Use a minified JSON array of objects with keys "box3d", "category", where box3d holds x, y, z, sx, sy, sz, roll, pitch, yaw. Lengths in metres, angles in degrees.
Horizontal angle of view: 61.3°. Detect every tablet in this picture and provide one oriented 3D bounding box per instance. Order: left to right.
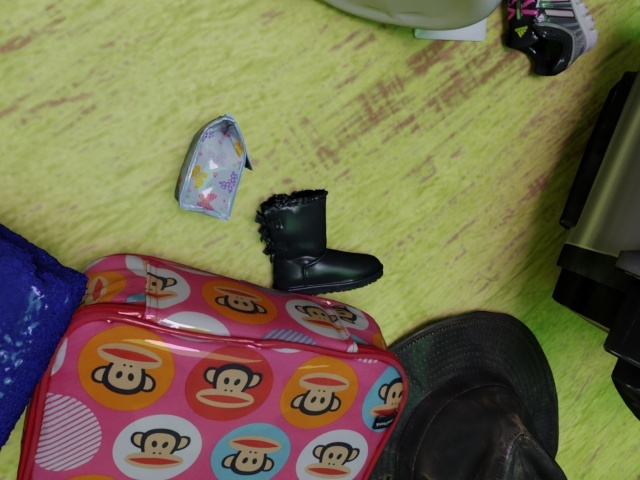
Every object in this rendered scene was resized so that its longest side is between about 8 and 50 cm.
[{"box3d":[0.131,-0.229,0.540,0.083,0.006,0.054,-5,103,-19],"category":"tablet"}]

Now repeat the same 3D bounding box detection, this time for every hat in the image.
[{"box3d":[0.178,0.251,0.587,0.332,0.134,0.330,-4,102,-19],"category":"hat"}]

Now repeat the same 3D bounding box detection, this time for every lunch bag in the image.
[{"box3d":[-0.095,0.163,0.470,0.293,0.120,0.258,14,109,-20],"category":"lunch bag"},{"box3d":[-0.089,-0.064,0.456,0.053,0.071,0.083,15,95,-21],"category":"lunch bag"}]

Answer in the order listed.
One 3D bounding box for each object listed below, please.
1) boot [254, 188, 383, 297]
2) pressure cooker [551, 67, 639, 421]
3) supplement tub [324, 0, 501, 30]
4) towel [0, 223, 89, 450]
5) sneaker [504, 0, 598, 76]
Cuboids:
[{"box3d":[0.000,0.000,0.516,0.121,0.045,0.099,-11,108,-12],"category":"boot"},{"box3d":[0.427,0.005,0.489,0.370,0.375,0.420,20,97,6],"category":"pressure cooker"},{"box3d":[0.090,-0.344,0.401,0.194,0.194,0.315,15,95,-22],"category":"supplement tub"},{"box3d":[-0.307,0.106,0.366,0.228,0.076,0.308,30,92,13],"category":"towel"},{"box3d":[0.211,-0.232,0.538,0.170,0.063,0.074,42,79,-27],"category":"sneaker"}]
